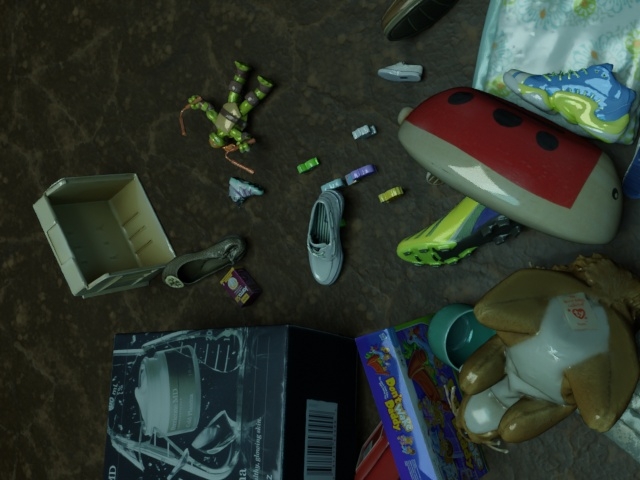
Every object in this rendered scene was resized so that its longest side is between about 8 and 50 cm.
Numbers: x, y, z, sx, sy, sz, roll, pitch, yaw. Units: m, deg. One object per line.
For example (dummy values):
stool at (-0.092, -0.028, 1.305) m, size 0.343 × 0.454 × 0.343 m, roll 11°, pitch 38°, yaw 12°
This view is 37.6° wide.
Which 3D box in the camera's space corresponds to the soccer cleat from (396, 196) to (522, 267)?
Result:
soccer cleat at (0.283, -0.030, 1.906) m, size 0.289 × 0.093 × 0.121 m, roll -22°, pitch 52°, yaw 34°

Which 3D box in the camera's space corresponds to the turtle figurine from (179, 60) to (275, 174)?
turtle figurine at (-0.190, -0.284, 2.145) m, size 0.269 × 0.087 × 0.217 m, roll 41°, pitch 105°, yaw 30°

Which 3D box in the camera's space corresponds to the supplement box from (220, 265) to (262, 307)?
supplement box at (-0.186, 0.108, 2.196) m, size 0.083 × 0.043 × 0.055 m, roll 48°, pitch 114°, yaw 18°

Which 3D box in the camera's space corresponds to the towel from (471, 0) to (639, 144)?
towel at (0.467, -0.392, 1.756) m, size 0.320 × 0.090 × 0.374 m, roll 17°, pitch 102°, yaw 29°

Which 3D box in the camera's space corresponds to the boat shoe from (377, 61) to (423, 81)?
boat shoe at (0.169, -0.356, 1.966) m, size 0.100 × 0.035 × 0.035 m, roll 8°, pitch 71°, yaw 33°

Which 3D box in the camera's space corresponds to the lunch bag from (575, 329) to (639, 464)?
lunch bag at (0.641, 0.264, 1.663) m, size 0.235 × 0.169 × 0.287 m, roll 41°, pitch 105°, yaw 26°

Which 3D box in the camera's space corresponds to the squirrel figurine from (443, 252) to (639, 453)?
squirrel figurine at (0.402, 0.209, 1.691) m, size 0.281 × 0.397 × 0.370 m, roll 37°, pitch 144°, yaw 13°

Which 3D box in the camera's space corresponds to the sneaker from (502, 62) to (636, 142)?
sneaker at (0.455, -0.277, 1.688) m, size 0.240 × 0.091 × 0.126 m, roll 31°, pitch 101°, yaw 13°

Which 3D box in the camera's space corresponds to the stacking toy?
stacking toy at (0.059, -0.131, 2.033) m, size 0.221 × 0.052 × 0.167 m, roll -26°, pitch 81°, yaw 30°

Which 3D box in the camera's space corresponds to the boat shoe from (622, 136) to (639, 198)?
boat shoe at (0.608, -0.163, 1.703) m, size 0.066 × 0.066 × 0.183 m, roll 38°, pitch 117°, yaw 25°

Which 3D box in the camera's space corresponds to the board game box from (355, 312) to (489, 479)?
board game box at (0.207, 0.333, 1.877) m, size 0.078 × 0.233 × 0.347 m, roll -22°, pitch 83°, yaw 30°

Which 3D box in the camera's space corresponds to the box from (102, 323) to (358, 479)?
box at (-0.194, 0.439, 2.022) m, size 0.472 × 0.297 × 0.480 m, roll -7°, pitch 74°, yaw 32°

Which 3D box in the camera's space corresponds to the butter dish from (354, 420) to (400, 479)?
butter dish at (0.155, 0.458, 1.984) m, size 0.118 × 0.160 × 0.160 m, roll 33°, pitch 111°, yaw -1°

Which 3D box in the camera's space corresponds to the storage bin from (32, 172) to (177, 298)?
storage bin at (-0.516, -0.015, 2.257) m, size 0.123 × 0.260 × 0.262 m, roll -34°, pitch 77°, yaw 31°

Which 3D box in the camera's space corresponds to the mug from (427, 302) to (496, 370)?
mug at (0.281, 0.203, 1.886) m, size 0.097 × 0.129 × 0.157 m, roll -157°, pitch 62°, yaw -65°

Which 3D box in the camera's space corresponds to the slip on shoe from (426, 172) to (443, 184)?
slip on shoe at (0.267, -0.168, 1.918) m, size 0.135 × 0.051 × 0.041 m, roll -49°, pitch 31°, yaw 32°

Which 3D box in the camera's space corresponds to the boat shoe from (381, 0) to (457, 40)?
boat shoe at (0.233, -0.530, 1.879) m, size 0.307 × 0.111 × 0.104 m, roll -39°, pitch 71°, yaw 16°

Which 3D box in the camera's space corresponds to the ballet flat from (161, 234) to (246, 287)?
ballet flat at (-0.278, 0.060, 2.223) m, size 0.250 × 0.084 × 0.058 m, roll -24°, pitch 48°, yaw 25°

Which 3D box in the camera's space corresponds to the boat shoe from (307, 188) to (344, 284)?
boat shoe at (0.000, 0.000, 2.035) m, size 0.083 × 0.076 × 0.226 m, roll 13°, pitch 116°, yaw 27°

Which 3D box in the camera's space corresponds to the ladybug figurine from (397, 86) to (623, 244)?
ladybug figurine at (0.351, -0.150, 1.702) m, size 0.449 × 0.305 × 0.162 m, roll 27°, pitch 110°, yaw 6°

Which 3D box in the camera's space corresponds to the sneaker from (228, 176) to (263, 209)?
sneaker at (-0.175, -0.102, 2.181) m, size 0.098 × 0.038 × 0.069 m, roll 24°, pitch 107°, yaw 36°
